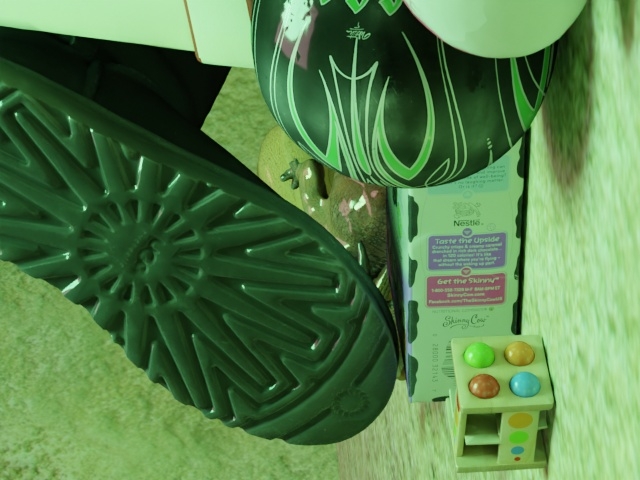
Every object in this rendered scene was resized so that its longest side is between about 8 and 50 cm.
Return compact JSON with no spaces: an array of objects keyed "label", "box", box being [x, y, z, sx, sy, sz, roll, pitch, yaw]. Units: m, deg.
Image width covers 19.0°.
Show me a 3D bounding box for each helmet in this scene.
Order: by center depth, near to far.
[{"label":"helmet","box":[0.043,-0.105,0.961,0.169,0.169,0.161,-102,16,-73]}]

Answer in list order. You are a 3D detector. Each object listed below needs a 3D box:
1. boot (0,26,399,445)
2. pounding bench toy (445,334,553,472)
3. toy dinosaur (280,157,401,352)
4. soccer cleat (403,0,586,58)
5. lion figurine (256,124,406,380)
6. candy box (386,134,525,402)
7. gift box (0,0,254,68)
[{"label":"boot","box":[-0.091,-0.092,1.346,0.146,0.367,0.445,-47,16,22]},{"label":"pounding bench toy","box":[0.099,0.079,1.088,0.083,0.052,0.065,-95,4,-45]},{"label":"toy dinosaur","box":[0.051,-0.029,1.407,0.200,0.127,0.295,-114,32,-62]},{"label":"soccer cleat","box":[0.063,-0.247,0.810,0.143,0.116,0.331,84,-176,-78]},{"label":"lion figurine","box":[0.000,0.000,1.718,0.240,0.142,0.392,63,-178,-51]},{"label":"candy box","box":[0.080,-0.025,1.198,0.165,0.070,0.196,-96,4,-57]},{"label":"gift box","box":[-0.063,-0.246,1.122,0.255,0.258,0.276,-51,-42,-38]}]
